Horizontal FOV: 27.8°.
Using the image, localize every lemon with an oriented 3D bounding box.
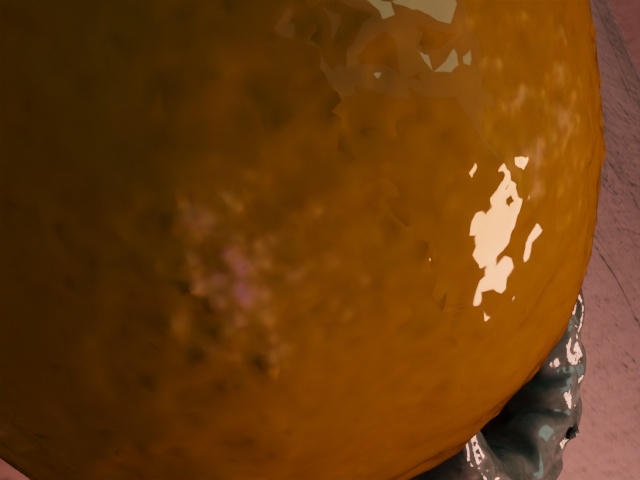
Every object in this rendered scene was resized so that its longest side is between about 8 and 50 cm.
[{"bbox_3d":[-0.038,-0.036,0.556,0.364,0.364,0.364,43,33,-37],"label":"lemon"}]

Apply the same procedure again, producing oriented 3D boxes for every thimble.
[{"bbox_3d":[0.066,0.059,0.803,0.198,0.143,0.235,-32,114,-50],"label":"thimble"}]
